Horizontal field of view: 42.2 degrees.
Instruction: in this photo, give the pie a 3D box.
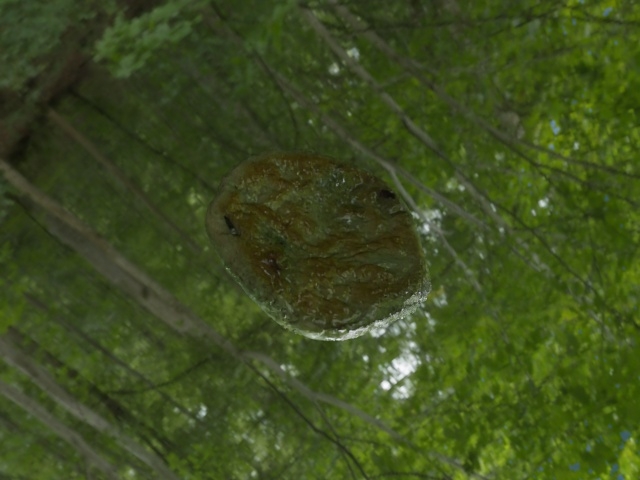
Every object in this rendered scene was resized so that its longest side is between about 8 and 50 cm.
[{"bbox_3d":[0.000,0.000,0.641,0.187,0.186,0.041,-91,-159,-44],"label":"pie"}]
